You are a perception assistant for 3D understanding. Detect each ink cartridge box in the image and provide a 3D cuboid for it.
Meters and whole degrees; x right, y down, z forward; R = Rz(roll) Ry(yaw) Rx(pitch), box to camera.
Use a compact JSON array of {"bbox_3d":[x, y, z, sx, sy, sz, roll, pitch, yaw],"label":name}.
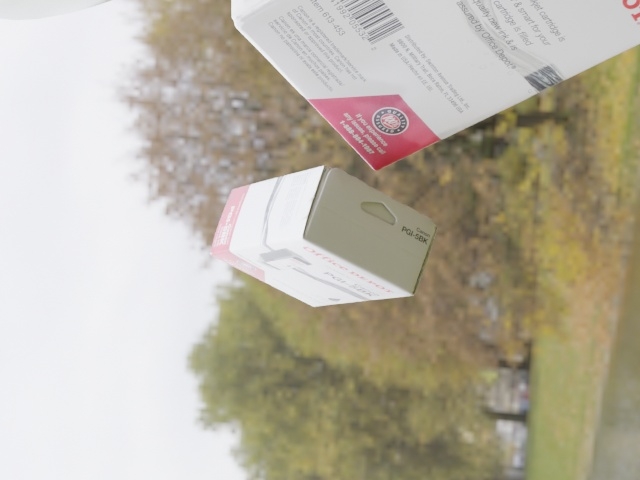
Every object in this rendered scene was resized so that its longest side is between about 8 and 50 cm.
[{"bbox_3d":[0.087,-0.171,0.969,0.172,0.237,0.100,43,-149,-41],"label":"ink cartridge box"},{"bbox_3d":[0.000,0.000,1.064,0.135,0.099,0.056,-11,56,59],"label":"ink cartridge box"}]

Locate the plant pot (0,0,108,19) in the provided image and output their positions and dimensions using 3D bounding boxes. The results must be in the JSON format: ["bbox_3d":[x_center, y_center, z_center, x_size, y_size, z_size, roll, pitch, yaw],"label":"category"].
[{"bbox_3d":[-0.079,-0.188,0.471,0.293,0.275,0.274,137,143,-66],"label":"plant pot"}]
